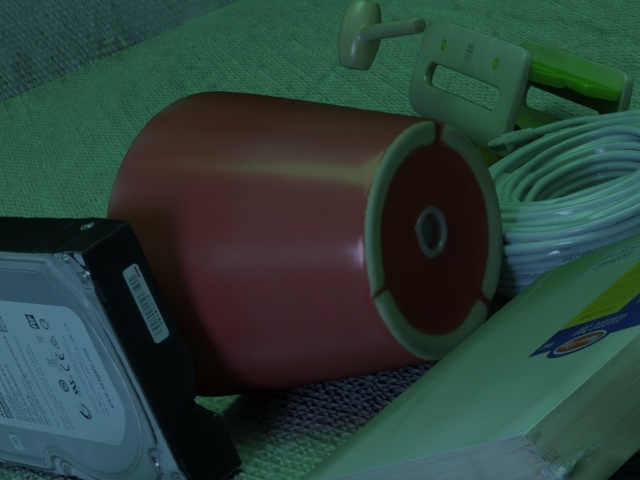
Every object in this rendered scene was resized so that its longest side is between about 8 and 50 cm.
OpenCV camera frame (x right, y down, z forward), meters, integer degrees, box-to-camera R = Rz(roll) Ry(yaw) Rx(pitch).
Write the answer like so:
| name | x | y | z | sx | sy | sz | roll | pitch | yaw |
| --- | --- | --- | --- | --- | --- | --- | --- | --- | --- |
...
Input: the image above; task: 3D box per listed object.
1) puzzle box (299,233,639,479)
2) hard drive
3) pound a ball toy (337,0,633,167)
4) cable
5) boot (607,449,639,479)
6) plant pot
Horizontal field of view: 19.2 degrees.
| name | x | y | z | sx | sy | sz | roll | pitch | yaw |
| --- | --- | --- | --- | --- | --- | --- | --- | --- | --- |
| puzzle box | 0.154 | 0.084 | 1.234 | 0.272 | 0.052 | 0.409 | -38 | 3 | -21 |
| hard drive | -0.232 | 0.093 | 1.600 | 0.064 | 0.237 | 0.339 | -37 | 25 | -33 |
| pound a ball toy | 0.152 | -0.150 | 1.954 | 0.208 | 0.135 | 0.319 | 11 | 9 | -20 |
| cable | 0.239 | -0.033 | 1.667 | 0.257 | 0.089 | 0.257 | -13 | 22 | 22 |
| boot | 0.235 | 0.139 | 1.212 | 0.236 | 0.085 | 0.178 | -8 | 15 | 17 |
| plant pot | 0.000 | 0.000 | 1.577 | 0.243 | 0.275 | 0.275 | -2 | 27 | 38 |
